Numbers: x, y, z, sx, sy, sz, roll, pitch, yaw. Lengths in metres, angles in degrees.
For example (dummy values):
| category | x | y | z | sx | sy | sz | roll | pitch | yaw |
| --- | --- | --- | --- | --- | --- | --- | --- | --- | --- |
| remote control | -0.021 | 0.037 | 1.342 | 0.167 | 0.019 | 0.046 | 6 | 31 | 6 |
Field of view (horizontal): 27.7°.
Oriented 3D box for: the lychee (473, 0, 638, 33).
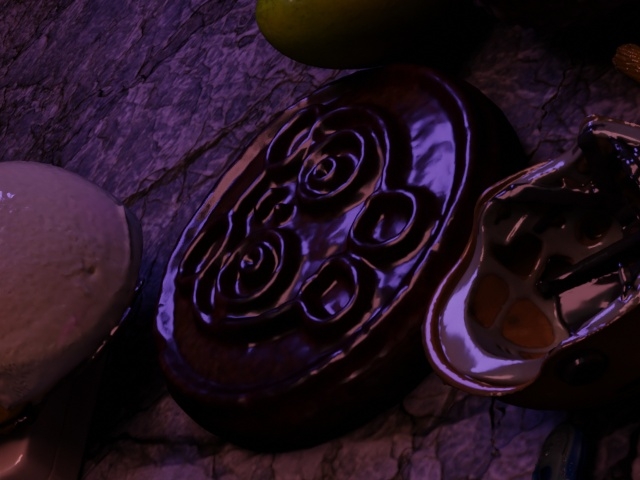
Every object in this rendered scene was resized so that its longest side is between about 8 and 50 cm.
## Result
| category | x | y | z | sx | sy | sz | roll | pitch | yaw |
| --- | --- | --- | --- | --- | --- | --- | --- | --- | --- |
| lychee | 0.208 | -0.332 | 1.145 | 0.300 | 0.300 | 0.300 | -30 | 36 | 24 |

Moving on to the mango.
| category | x | y | z | sx | sy | sz | roll | pitch | yaw |
| --- | --- | --- | --- | --- | --- | --- | --- | --- | --- |
| mango | 0.056 | -0.249 | 1.307 | 0.185 | 0.149 | 0.273 | -5 | 19 | 24 |

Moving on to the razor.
| category | x | y | z | sx | sy | sz | roll | pitch | yaw |
| --- | --- | --- | --- | --- | --- | --- | --- | --- | --- |
| razor | 0.137 | 0.241 | 0.805 | 0.093 | 0.056 | 0.324 | -22 | 39 | 36 |

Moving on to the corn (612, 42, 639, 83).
| category | x | y | z | sx | sy | sz | roll | pitch | yaw |
| --- | --- | --- | --- | --- | --- | --- | --- | --- | --- |
| corn | 0.273 | -0.144 | 1.097 | 0.028 | 0.027 | 0.083 | -57 | 32 | 15 |

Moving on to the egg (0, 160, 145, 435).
| category | x | y | z | sx | sy | sz | roll | pitch | yaw |
| --- | --- | --- | --- | --- | --- | --- | --- | --- | --- |
| egg | -0.349 | 0.034 | 1.321 | 0.337 | 0.201 | 0.337 | -28 | 36 | 22 |

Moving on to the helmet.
| category | x | y | z | sx | sy | sz | roll | pitch | yaw |
| --- | --- | --- | --- | --- | --- | --- | --- | --- | --- |
| helmet | 0.190 | 0.034 | 0.901 | 0.224 | 0.130 | 0.198 | -47 | 27 | 19 |

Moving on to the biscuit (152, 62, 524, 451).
| category | x | y | z | sx | sy | sz | roll | pitch | yaw |
| --- | --- | --- | --- | --- | --- | --- | --- | --- | --- |
| biscuit | 0.000 | 0.000 | 1.198 | 0.407 | 0.091 | 0.407 | -29 | 36 | 24 |

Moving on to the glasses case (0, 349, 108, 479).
| category | x | y | z | sx | sy | sz | roll | pitch | yaw |
| --- | --- | --- | --- | --- | --- | --- | --- | --- | --- |
| glasses case | -0.306 | 0.145 | 1.404 | 0.144 | 0.076 | 0.336 | -26 | 37 | 28 |
